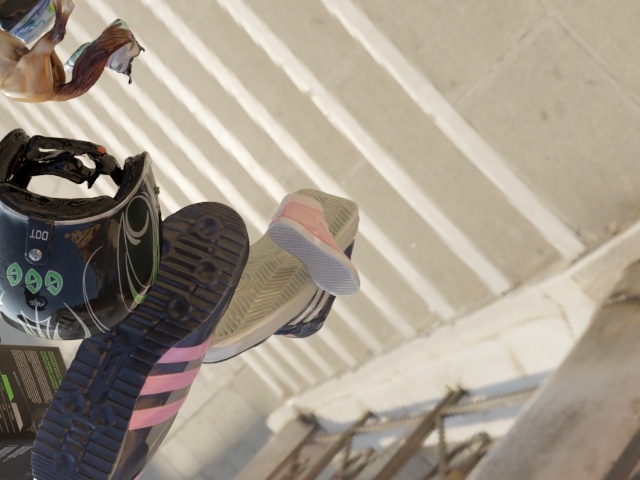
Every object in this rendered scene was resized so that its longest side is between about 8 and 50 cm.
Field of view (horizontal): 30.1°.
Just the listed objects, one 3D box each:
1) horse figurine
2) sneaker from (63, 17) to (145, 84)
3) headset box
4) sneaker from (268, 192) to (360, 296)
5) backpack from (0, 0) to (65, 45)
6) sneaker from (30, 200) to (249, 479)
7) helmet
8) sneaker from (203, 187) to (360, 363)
[{"bbox_3d":[-0.328,-0.215,1.265,0.263,0.066,0.174,24,116,18],"label":"horse figurine"},{"bbox_3d":[-0.248,-0.206,1.393,0.098,0.038,0.069,-30,112,25],"label":"sneaker"},{"bbox_3d":[-0.445,0.231,1.373,0.246,0.283,0.131,-35,67,23],"label":"headset box"},{"bbox_3d":[0.000,0.000,1.313,0.051,0.070,0.134,-28,122,34],"label":"sneaker"},{"bbox_3d":[-0.395,-0.313,1.592,0.084,0.105,0.114,44,177,-17],"label":"backpack"},{"bbox_3d":[-0.165,0.109,1.169,0.112,0.319,0.131,31,176,17],"label":"sneaker"},{"bbox_3d":[-0.206,0.001,0.973,0.169,0.169,0.161,30,136,22],"label":"helmet"},{"bbox_3d":[-0.055,0.075,1.399,0.131,0.350,0.148,21,125,22],"label":"sneaker"}]
